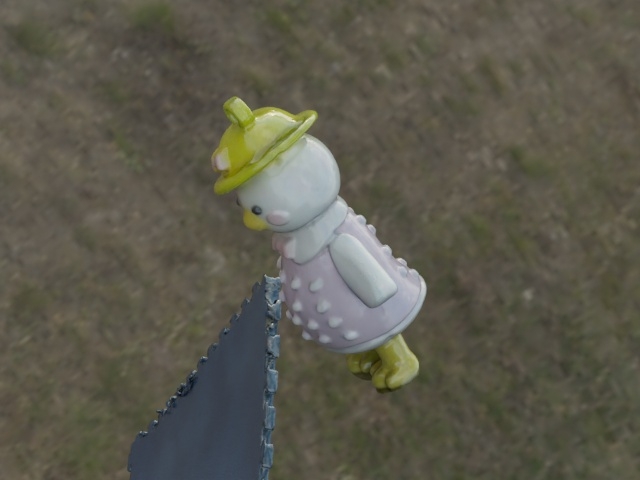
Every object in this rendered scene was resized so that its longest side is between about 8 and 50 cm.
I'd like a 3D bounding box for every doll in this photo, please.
[{"bbox_3d":[0.000,0.000,0.982,0.081,0.129,0.207,-37,117,-12],"label":"doll"}]

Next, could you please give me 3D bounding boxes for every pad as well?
[{"bbox_3d":[-0.076,0.185,0.917,0.012,0.269,0.269,13,60,-17],"label":"pad"}]
